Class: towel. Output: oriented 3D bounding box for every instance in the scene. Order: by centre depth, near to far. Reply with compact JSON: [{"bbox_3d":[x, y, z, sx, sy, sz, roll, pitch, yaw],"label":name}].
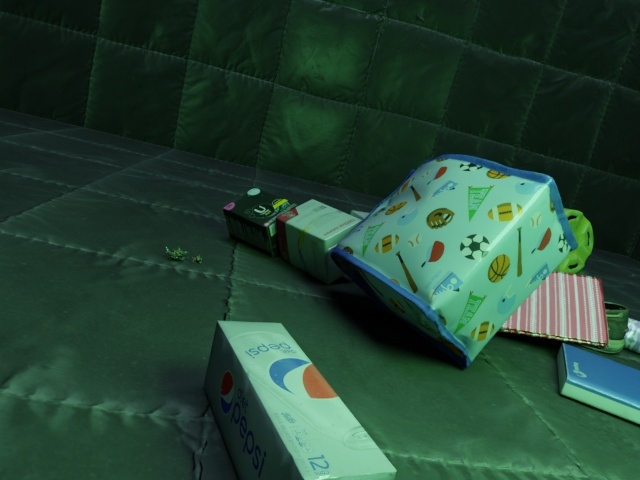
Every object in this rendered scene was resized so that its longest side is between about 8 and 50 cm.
[{"bbox_3d":[0.487,0.141,1.155,0.274,0.031,0.199,7,46,16],"label":"towel"}]

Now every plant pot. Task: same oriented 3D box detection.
[{"bbox_3d":[0.641,-0.003,1.525,0.275,0.276,0.254,7,2,-28],"label":"plant pot"}]

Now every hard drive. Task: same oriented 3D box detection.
[{"bbox_3d":[0.605,0.290,0.934,0.318,0.040,0.210,19,14,20],"label":"hard drive"}]

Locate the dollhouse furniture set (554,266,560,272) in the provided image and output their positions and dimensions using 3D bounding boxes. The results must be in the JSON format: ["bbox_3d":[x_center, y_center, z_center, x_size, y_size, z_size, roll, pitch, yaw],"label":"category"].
[{"bbox_3d":[0.531,0.073,1.423,0.242,0.212,0.161,-10,1,31],"label":"dollhouse furniture set"}]

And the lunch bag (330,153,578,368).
[{"bbox_3d":[0.234,0.007,1.024,0.385,0.328,0.239,33,-16,52],"label":"lunch bag"}]

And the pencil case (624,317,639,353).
[{"bbox_3d":[0.778,0.229,1.282,0.206,0.088,0.086,21,13,31],"label":"pencil case"}]

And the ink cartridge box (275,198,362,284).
[{"bbox_3d":[0.000,0.000,1.243,0.128,0.128,0.176,-28,38,-34],"label":"ink cartridge box"}]

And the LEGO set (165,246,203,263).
[{"bbox_3d":[-0.295,0.036,1.099,0.083,0.024,0.054,25,13,-13],"label":"LEGO set"}]

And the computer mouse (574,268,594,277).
[{"bbox_3d":[0.729,0.115,1.558,0.188,0.072,0.272,-8,6,-8],"label":"computer mouse"}]

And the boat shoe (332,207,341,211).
[{"bbox_3d":[0.011,-0.013,1.497,0.094,0.109,0.302,32,28,16],"label":"boat shoe"}]

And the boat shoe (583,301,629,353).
[{"bbox_3d":[0.567,0.159,1.251,0.355,0.130,0.132,15,13,2],"label":"boat shoe"}]

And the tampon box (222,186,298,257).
[{"bbox_3d":[-0.150,-0.050,1.335,0.161,0.102,0.120,23,46,32],"label":"tampon box"}]

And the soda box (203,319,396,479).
[{"bbox_3d":[-0.042,0.188,0.539,0.091,0.098,0.286,8,14,-27],"label":"soda box"}]

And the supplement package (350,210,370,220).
[{"bbox_3d":[0.176,0.022,1.396,0.133,0.139,0.244,7,16,-26],"label":"supplement package"}]

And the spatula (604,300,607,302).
[{"bbox_3d":[0.836,0.170,1.728,0.084,0.030,0.296,7,14,-40],"label":"spatula"}]
